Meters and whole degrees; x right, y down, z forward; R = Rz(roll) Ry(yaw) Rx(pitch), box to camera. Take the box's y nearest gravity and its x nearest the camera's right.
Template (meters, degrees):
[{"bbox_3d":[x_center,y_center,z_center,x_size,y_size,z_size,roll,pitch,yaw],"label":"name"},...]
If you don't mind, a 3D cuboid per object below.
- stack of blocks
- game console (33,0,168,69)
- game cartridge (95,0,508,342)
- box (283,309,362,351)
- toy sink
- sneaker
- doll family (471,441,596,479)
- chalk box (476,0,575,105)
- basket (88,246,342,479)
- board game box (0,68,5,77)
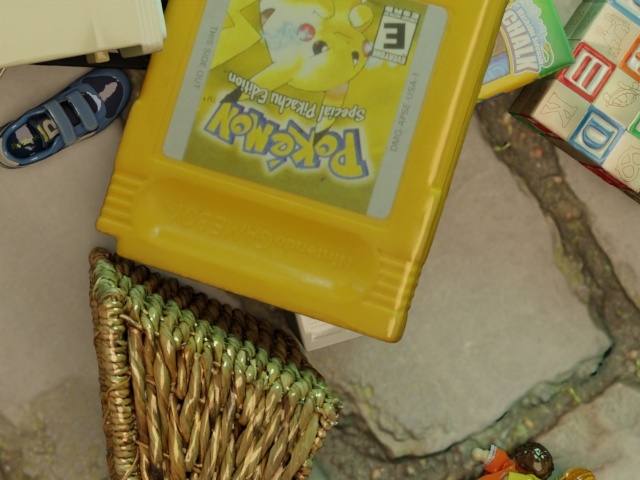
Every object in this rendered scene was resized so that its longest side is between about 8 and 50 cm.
[{"bbox_3d":[0.335,-0.194,1.689,0.171,0.087,0.297,33,91,-11],"label":"stack of blocks"},{"bbox_3d":[-0.272,-0.326,1.569,0.387,0.060,0.342,1,89,-13],"label":"game console"},{"bbox_3d":[-0.019,-0.106,1.533,0.285,0.053,0.323,17,87,14],"label":"game cartridge"},{"bbox_3d":[0.000,0.000,1.641,0.091,0.130,0.170,-15,99,-6],"label":"box"},{"bbox_3d":[-0.203,-0.211,1.497,0.234,0.153,0.131,-12,98,-13],"label":"toy sink"},{"bbox_3d":[-0.234,-0.108,1.630,0.144,0.059,0.053,-34,98,-4],"label":"sneaker"},{"bbox_3d":[0.228,0.311,1.716,0.163,0.118,0.263,-33,100,-4],"label":"doll family"},{"bbox_3d":[0.142,-0.199,1.638,0.213,0.132,0.132,-22,99,-4],"label":"chalk box"},{"bbox_3d":[-0.141,0.155,1.553,0.223,0.299,0.213,26,94,-13],"label":"basket"},{"bbox_3d":[-0.529,-0.119,1.590,0.390,0.050,0.390,31,91,-11],"label":"board game box"}]
